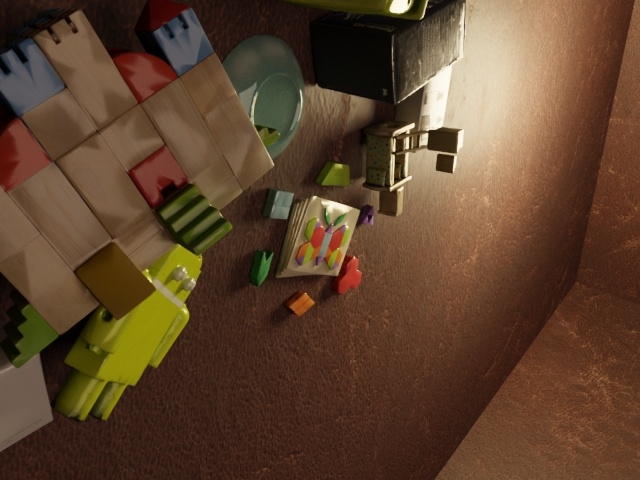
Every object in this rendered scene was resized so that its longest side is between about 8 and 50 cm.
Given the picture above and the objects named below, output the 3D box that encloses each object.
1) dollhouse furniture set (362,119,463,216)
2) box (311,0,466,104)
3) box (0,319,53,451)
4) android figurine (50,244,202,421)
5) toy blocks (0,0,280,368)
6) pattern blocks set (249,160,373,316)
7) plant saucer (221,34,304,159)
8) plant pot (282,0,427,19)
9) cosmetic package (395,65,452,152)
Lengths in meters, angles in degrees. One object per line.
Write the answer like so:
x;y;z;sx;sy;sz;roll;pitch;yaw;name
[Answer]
0.166;-0.113;1.139;0.101;0.161;0.181;-32;128;-51;dollhouse furniture set
0.109;-0.311;0.972;0.207;0.153;0.108;-41;138;-36;box
-0.352;0.158;0.650;0.101;0.087;0.102;-29;131;-44;box
-0.218;0.091;0.768;0.272;0.056;0.248;-60;173;-16;android figurine
-0.228;-0.103;0.619;0.381;0.191;0.261;-41;127;-20;toy blocks
0.000;0.000;1.116;0.325;0.026;0.285;-13;119;-51;pattern blocks set
-0.075;-0.190;0.888;0.195;0.037;0.195;-31;131;-43;plant saucer
0.037;-0.391;0.758;0.207;0.227;0.228;-20;125;-63;plant pot
0.201;-0.296;1.196;0.099;0.060;0.239;-27;130;-46;cosmetic package
